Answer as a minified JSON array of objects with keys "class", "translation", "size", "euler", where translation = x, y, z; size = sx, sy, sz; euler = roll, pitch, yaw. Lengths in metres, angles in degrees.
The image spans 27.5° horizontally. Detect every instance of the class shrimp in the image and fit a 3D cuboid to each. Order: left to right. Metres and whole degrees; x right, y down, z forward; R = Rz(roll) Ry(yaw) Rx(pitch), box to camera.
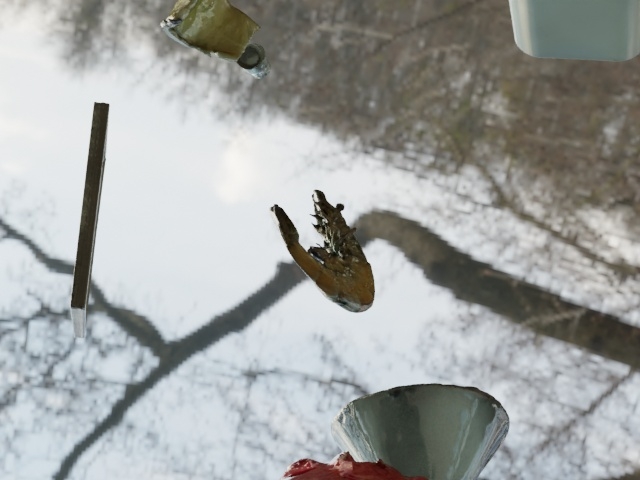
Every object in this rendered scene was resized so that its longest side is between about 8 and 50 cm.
[{"class":"shrimp","translation":[0.000,0.000,1.626],"size":[0.150,0.051,0.217],"euler":[25,-150,-36]}]

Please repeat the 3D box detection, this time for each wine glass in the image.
[{"class":"wine glass","translation":[-0.088,-0.247,1.807],"size":[0.039,0.042,0.083],"euler":[56,-174,10]},{"class":"wine glass","translation":[0.148,0.437,1.836],"size":[0.267,0.267,0.406],"euler":[8,-126,-10]}]

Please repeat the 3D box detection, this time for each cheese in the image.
[{"class":"cheese","translation":[-0.087,-0.175,1.035],"size":[0.041,0.060,0.084],"euler":[19,164,42]}]

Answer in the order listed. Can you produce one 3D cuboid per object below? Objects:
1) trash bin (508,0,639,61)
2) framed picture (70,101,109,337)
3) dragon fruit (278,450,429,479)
[{"class":"trash bin","translation":[0.418,-0.400,2.118],"size":[0.243,0.247,0.121],"euler":[6,-115,14]},{"class":"framed picture","translation":[-0.225,-0.016,1.279],"size":[0.015,0.203,0.150],"euler":[6,164,-8]},{"class":"dragon fruit","translation":[0.036,0.393,1.543],"size":[0.386,0.371,0.249],"euler":[-15,-146,46]}]
